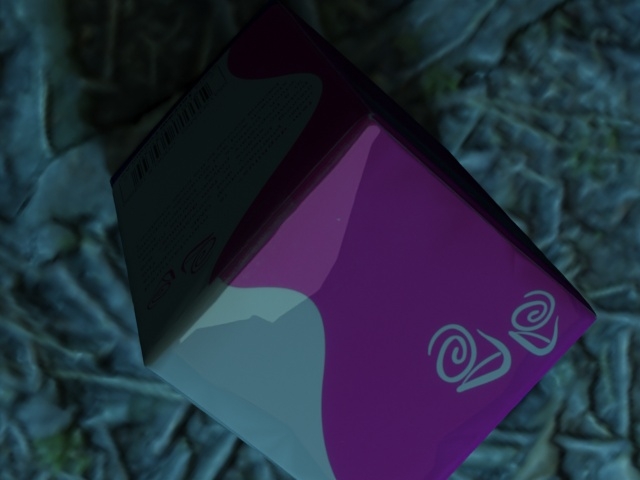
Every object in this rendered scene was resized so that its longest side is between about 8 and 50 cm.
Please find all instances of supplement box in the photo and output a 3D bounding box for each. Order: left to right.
[{"bbox_3d":[0.000,0.000,0.656,0.114,0.220,0.111,40,98,-17],"label":"supplement box"}]
